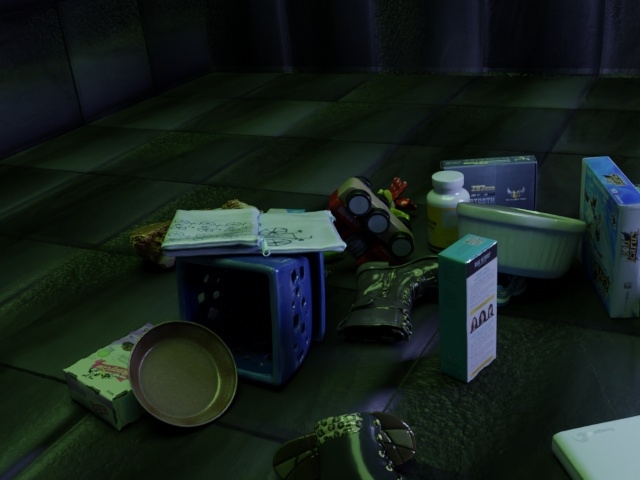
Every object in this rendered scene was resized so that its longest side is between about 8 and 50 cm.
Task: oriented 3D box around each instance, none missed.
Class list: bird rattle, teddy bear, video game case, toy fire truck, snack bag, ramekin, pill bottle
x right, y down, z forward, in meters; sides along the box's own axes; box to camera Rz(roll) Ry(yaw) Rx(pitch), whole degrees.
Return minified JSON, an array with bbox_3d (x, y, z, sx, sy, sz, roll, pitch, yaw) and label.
[{"bbox_3d":[0.134,-0.084,1.929,0.207,0.143,0.253,-18,19,14],"label":"bird rattle"},{"bbox_3d":[-0.301,-0.015,1.868,0.338,0.113,0.245,-23,16,-30],"label":"teddy bear"},{"bbox_3d":[0.592,-0.013,1.518,0.061,0.244,0.269,-4,25,7],"label":"video game case"},{"bbox_3d":[0.067,0.012,1.698,0.246,0.217,0.158,-40,17,20],"label":"toy fire truck"},{"bbox_3d":[-0.127,-0.023,1.461,0.342,0.037,0.323,-1,13,-4],"label":"snack bag"},{"bbox_3d":[0.421,-0.001,1.590,0.273,0.127,0.273,8,7,-1],"label":"ramekin"},{"bbox_3d":[0.306,-0.069,1.774,0.103,0.184,0.103,-5,24,2],"label":"pill bottle"}]

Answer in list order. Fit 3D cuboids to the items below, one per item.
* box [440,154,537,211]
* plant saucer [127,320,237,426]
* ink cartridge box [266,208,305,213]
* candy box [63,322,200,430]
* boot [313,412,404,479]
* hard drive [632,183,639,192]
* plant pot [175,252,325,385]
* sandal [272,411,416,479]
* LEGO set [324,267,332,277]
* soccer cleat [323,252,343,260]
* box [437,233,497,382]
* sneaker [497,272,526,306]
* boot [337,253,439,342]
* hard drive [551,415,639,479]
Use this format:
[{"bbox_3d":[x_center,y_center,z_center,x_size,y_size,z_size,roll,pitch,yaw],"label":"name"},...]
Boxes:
[{"bbox_3d":[0.417,-0.113,1.847,0.233,0.183,0.059,-2,25,6],"label":"box"},{"bbox_3d":[-0.246,0.238,1.312,0.199,0.036,0.198,15,53,-22],"label":"plant saucer"},{"bbox_3d":[-0.111,-0.020,1.912,0.104,0.060,0.180,2,26,18],"label":"ink cartridge box"},{"bbox_3d":[-0.345,0.248,1.378,0.165,0.070,0.196,17,33,39],"label":"candy box"},{"bbox_3d":[0.101,0.324,1.030,0.236,0.085,0.178,-8,48,4],"label":"boot"},{"bbox_3d":[0.922,-0.061,1.760,0.339,0.064,0.237,4,26,19],"label":"hard drive"},{"bbox_3d":[-0.119,0.115,1.435,0.236,0.236,0.212,9,21,30],"label":"plant pot"},{"bbox_3d":[0.036,0.323,1.144,0.219,0.090,0.060,-17,-11,-2],"label":"sandal"},{"bbox_3d":[-0.014,0.075,1.730,0.083,0.023,0.054,-14,26,-16],"label":"LEGO set"},{"bbox_3d":[0.000,0.000,1.859,0.072,0.060,0.179,-6,29,-22],"label":"soccer cleat"},{"bbox_3d":[0.260,0.120,1.305,0.060,0.244,0.100,17,33,40],"label":"box"},{"bbox_3d":[0.398,0.089,1.565,0.052,0.058,0.135,12,30,34],"label":"sneaker"},{"bbox_3d":[0.173,0.130,1.517,0.263,0.091,0.229,-6,30,11],"label":"boot"},{"bbox_3d":[0.478,0.353,0.999,0.203,0.040,0.307,-9,26,-7],"label":"hard drive"}]
